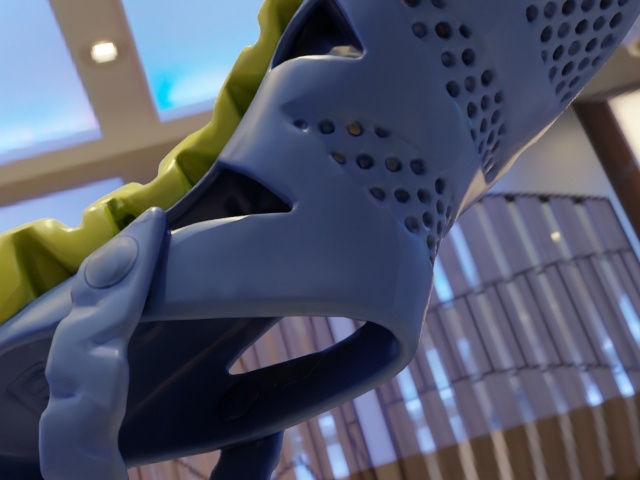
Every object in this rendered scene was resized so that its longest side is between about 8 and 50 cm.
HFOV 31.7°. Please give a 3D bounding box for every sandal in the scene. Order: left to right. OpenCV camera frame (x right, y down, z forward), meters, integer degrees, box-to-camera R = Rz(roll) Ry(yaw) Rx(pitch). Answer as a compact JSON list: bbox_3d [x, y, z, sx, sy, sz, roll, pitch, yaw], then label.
[{"bbox_3d":[0.000,0.000,0.385,0.317,0.138,0.126,-44,-51,1],"label":"sandal"}]
